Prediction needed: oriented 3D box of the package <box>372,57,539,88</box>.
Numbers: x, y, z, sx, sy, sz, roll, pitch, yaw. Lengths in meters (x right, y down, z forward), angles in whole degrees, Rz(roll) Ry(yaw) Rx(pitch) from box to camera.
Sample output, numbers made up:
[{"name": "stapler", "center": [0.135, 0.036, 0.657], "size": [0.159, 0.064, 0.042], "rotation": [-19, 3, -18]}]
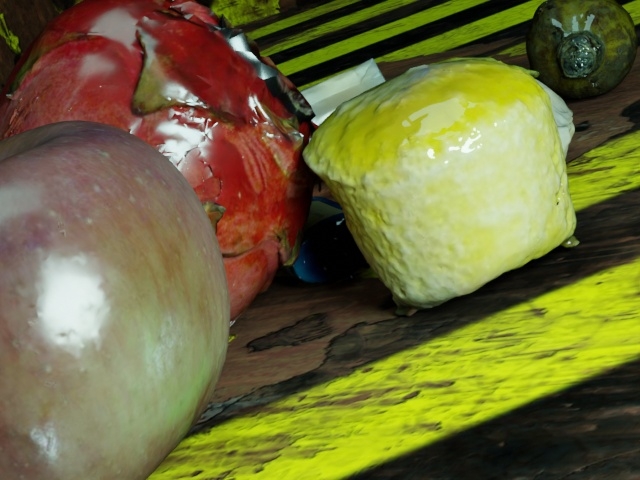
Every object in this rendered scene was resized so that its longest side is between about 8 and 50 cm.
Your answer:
[{"name": "package", "center": [0.102, -0.130, 1.696], "size": [0.168, 0.090, 0.226], "rotation": [-18, -3, -44]}]

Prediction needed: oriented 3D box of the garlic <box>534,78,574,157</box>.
[{"name": "garlic", "center": [0.133, -0.088, 1.499], "size": [0.217, 0.110, 0.228], "rotation": [-13, 15, 39]}]

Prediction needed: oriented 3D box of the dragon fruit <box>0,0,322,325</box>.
[{"name": "dragon fruit", "center": [-0.138, -0.056, 1.351], "size": [0.296, 0.301, 0.295], "rotation": [25, 5, -2]}]

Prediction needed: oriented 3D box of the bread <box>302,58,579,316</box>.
[{"name": "bread", "center": [0.096, -0.051, 1.254], "size": [0.197, 0.170, 0.197], "rotation": [-19, 12, 4]}]

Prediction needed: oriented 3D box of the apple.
[{"name": "apple", "center": [-0.195, 0.059, 1.081], "size": [0.306, 0.235, 0.305], "rotation": [-21, 13, 5]}]

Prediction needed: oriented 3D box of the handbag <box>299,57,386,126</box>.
[{"name": "handbag", "center": [0.000, -0.122, 1.838], "size": [0.173, 0.095, 0.117], "rotation": [-22, -29, -4]}]

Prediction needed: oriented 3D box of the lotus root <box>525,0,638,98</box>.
[{"name": "lotus root", "center": [0.281, -0.208, 1.757], "size": [0.120, 0.120, 0.209], "rotation": [-16, 15, 13]}]

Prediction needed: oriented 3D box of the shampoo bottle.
[{"name": "shampoo bottle", "center": [0.000, 0.000, 1.442], "size": [0.087, 0.050, 0.183], "rotation": [-27, 15, -11]}]
